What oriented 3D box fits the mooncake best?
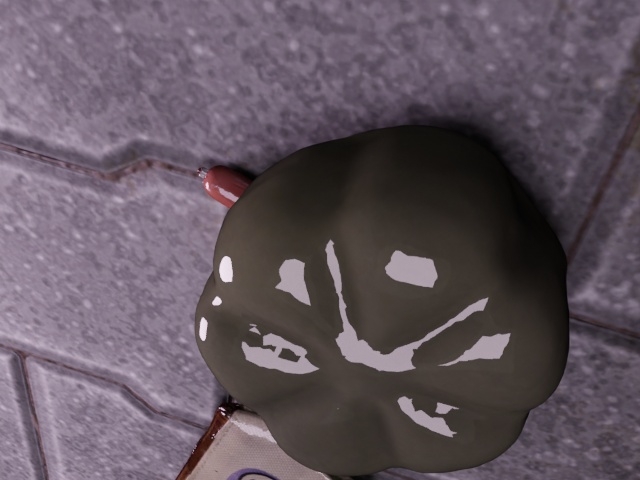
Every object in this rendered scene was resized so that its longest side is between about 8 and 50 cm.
[{"bbox_3d":[0.043,0.055,0.585,0.275,0.135,0.275,6,122,10],"label":"mooncake"}]

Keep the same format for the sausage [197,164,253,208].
[{"bbox_3d":[0.000,0.000,0.654,0.223,0.029,0.029,30,134,-7],"label":"sausage"}]

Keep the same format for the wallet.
[{"bbox_3d":[-0.065,0.325,0.951,0.275,0.068,0.335,30,133,-4],"label":"wallet"}]
